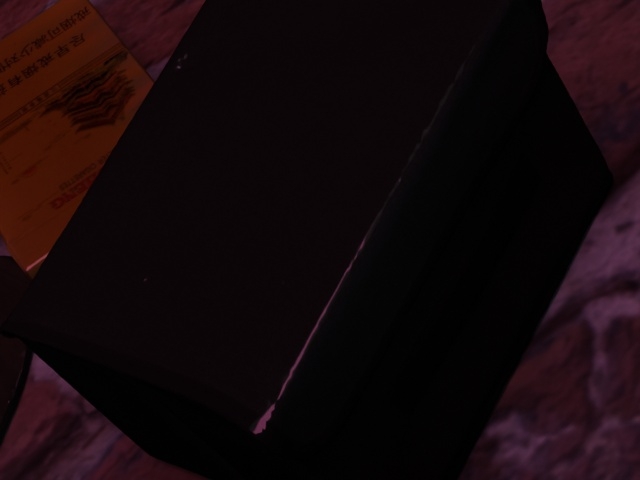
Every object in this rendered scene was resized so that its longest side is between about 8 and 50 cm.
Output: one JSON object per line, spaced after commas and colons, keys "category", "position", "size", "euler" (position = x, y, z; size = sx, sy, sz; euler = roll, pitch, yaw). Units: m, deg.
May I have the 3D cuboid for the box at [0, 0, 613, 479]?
{"category": "box", "position": [0.000, -0.001, 1.164], "size": [0.251, 0.204, 0.345], "euler": [16, 67, 38]}

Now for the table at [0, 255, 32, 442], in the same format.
{"category": "table", "position": [-0.400, 0.067, 1.314], "size": [0.317, 0.249, 0.317], "euler": [-15, 51, 20]}

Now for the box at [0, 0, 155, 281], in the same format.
{"category": "box", "position": [-0.206, -0.077, 1.416], "size": [0.174, 0.076, 0.274], "euler": [-36, 47, -4]}
